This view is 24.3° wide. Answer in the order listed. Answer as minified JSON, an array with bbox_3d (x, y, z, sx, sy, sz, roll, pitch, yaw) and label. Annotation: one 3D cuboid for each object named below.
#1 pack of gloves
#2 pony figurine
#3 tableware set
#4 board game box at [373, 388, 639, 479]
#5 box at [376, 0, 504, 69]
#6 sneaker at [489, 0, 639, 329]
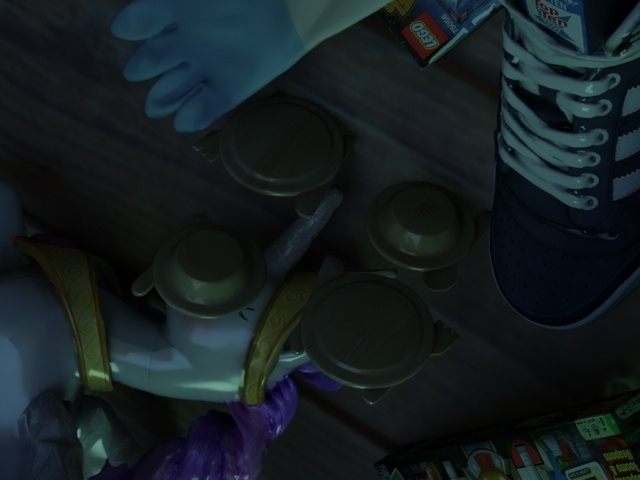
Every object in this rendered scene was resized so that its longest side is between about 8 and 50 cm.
[{"bbox_3d":[-0.048,-0.171,0.721,0.232,0.046,0.195,-27,86,46],"label":"pack of gloves"},{"bbox_3d":[-0.162,0.120,0.775,0.364,0.303,0.351,10,88,4],"label":"pony figurine"},{"bbox_3d":[0.000,0.000,0.730,0.169,0.141,0.020,27,146,14],"label":"tableware set"},{"bbox_3d":[0.112,0.148,0.699,0.136,0.030,0.260,60,157,2],"label":"board game box"},{"bbox_3d":[0.043,-0.163,0.702,0.094,0.027,0.137,-37,91,31],"label":"box"},{"bbox_3d":[0.107,-0.068,0.625,0.099,0.153,0.282,32,122,24],"label":"sneaker"}]
